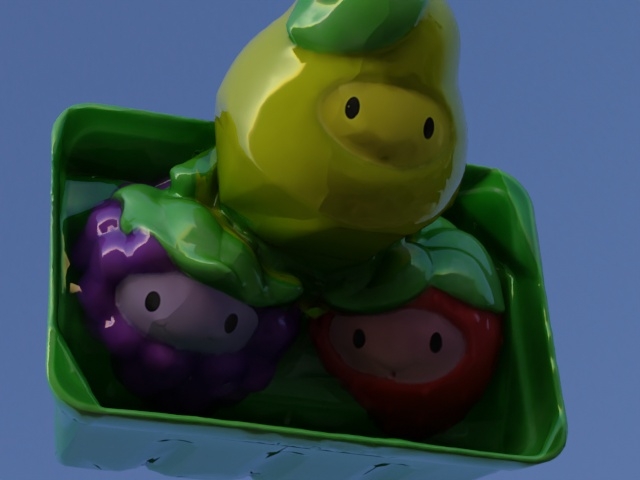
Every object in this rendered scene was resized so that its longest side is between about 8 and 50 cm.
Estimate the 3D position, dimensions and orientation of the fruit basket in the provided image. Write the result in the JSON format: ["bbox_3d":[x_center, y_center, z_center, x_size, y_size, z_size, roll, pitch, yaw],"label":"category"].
[{"bbox_3d":[0.000,0.000,1.167,0.392,0.283,0.392,-3,-33,-2],"label":"fruit basket"}]
